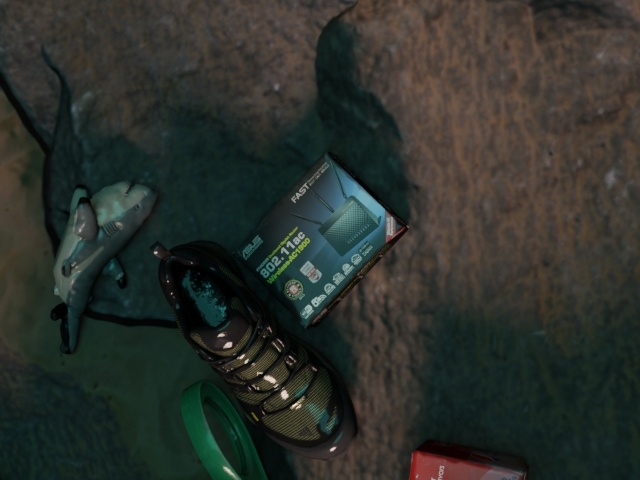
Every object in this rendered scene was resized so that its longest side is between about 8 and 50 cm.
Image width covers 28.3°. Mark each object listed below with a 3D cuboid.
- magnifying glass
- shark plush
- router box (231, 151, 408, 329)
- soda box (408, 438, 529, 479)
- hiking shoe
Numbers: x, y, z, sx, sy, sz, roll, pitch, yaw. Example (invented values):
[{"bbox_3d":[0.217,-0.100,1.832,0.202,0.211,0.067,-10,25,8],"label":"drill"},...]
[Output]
[{"bbox_3d":[-0.049,0.219,1.050,0.026,0.092,0.231,-27,92,10],"label":"magnifying glass"},{"bbox_3d":[-0.196,0.023,1.105,0.067,0.073,0.161,17,86,-17],"label":"shark plush"},{"bbox_3d":[0.000,0.000,1.067,0.092,0.038,0.122,44,97,12],"label":"router box"},{"bbox_3d":[0.099,0.297,1.006,0.092,0.083,0.263,10,89,12],"label":"soda box"},{"bbox_3d":[-0.062,0.094,1.037,0.086,0.114,0.227,-45,79,7],"label":"hiking shoe"}]
